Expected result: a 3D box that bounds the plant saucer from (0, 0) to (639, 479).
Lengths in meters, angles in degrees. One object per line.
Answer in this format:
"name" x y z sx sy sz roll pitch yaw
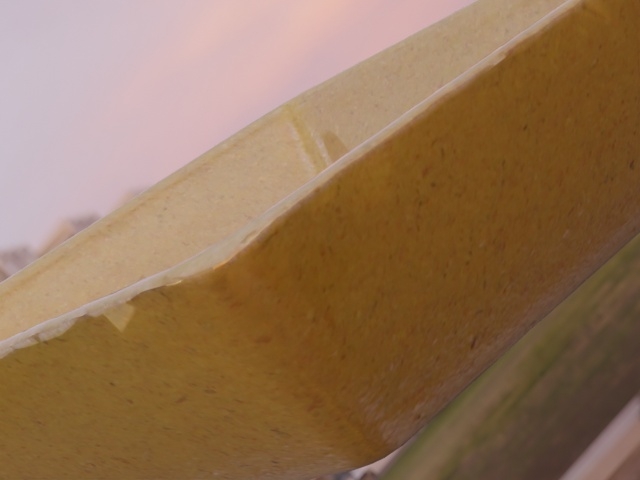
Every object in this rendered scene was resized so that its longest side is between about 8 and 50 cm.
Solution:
"plant saucer" 0.000 0.000 0.600 0.333 0.081 0.333 -36 8 -39
